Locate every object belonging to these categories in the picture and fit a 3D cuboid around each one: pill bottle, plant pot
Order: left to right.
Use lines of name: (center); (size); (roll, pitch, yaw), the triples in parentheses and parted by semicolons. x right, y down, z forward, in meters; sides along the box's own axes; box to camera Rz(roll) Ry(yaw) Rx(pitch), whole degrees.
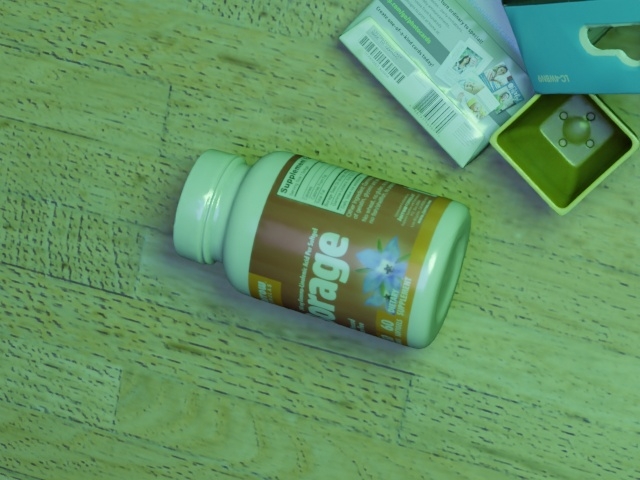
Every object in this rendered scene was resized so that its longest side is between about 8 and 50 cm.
pill bottle: (0.000, 0.000, 1.315); (0.216, 0.121, 0.121); (16, 104, 13)
plant pot: (0.189, -0.079, 1.267); (0.081, 0.083, 0.081); (-44, 86, 17)

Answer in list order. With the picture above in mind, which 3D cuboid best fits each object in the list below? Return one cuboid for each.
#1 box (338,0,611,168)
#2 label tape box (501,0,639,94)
box: (0.129, -0.171, 1.292); (0.145, 0.038, 0.186); (46, 109, 3)
label tape box: (0.203, -0.275, 1.097); (0.115, 0.249, 0.347); (-27, 107, -26)
